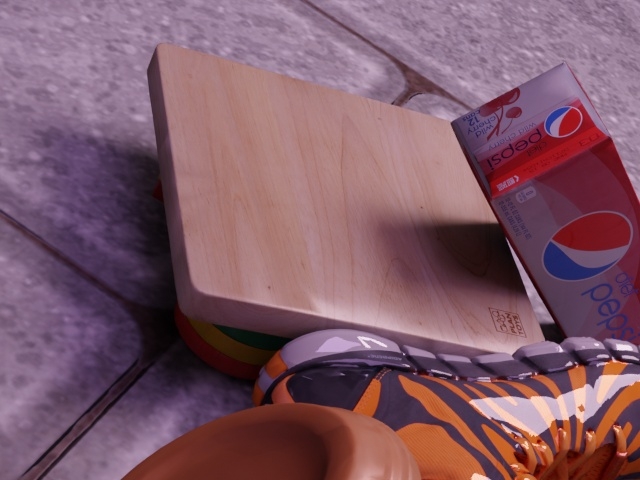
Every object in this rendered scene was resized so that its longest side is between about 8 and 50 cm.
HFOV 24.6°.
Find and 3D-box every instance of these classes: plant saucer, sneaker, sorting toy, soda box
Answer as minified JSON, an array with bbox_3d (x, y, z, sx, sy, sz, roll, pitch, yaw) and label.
[{"bbox_3d":[-0.047,0.143,0.732,0.037,0.200,0.200,63,27,-22],"label":"plant saucer"},{"bbox_3d":[0.124,0.149,0.876,0.321,0.125,0.180,2,28,-18],"label":"sneaker"},{"bbox_3d":[0.000,0.000,1.023,0.255,0.089,0.257,13,38,-23],"label":"sorting toy"},{"bbox_3d":[0.186,0.001,1.035,0.263,0.092,0.083,53,12,-46],"label":"soda box"}]
